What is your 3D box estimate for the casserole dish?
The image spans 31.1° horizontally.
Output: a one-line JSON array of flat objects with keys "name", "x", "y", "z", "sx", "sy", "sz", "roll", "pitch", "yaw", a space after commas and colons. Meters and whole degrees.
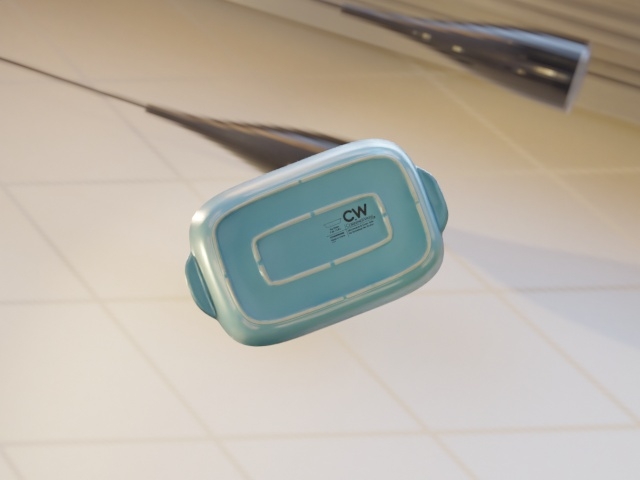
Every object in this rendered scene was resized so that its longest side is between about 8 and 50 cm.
[{"name": "casserole dish", "x": 0.000, "y": 0.000, "z": 0.776, "sx": 0.037, "sy": 0.188, "sz": 0.114, "roll": 151, "pitch": 99, "yaw": -82}]
